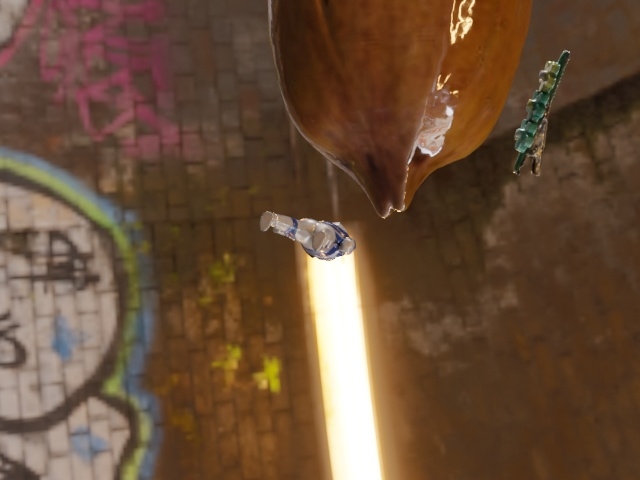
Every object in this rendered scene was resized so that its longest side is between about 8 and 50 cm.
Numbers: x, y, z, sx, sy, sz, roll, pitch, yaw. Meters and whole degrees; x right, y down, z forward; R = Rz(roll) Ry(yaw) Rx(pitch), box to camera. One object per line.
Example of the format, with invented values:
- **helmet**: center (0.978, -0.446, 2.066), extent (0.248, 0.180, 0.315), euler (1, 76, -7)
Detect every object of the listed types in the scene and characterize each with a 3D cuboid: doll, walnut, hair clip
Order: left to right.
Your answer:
- **doll**: center (0.000, 0.000, 1.756), extent (0.227, 0.114, 0.057), euler (9, 95, -72)
- **walnut**: center (0.059, -0.178, 0.942), extent (0.209, 0.209, 0.336), euler (148, -49, -64)
- **hair clip**: center (0.286, -0.166, 1.687), extent (0.049, 0.049, 0.173), euler (39, -63, 60)
